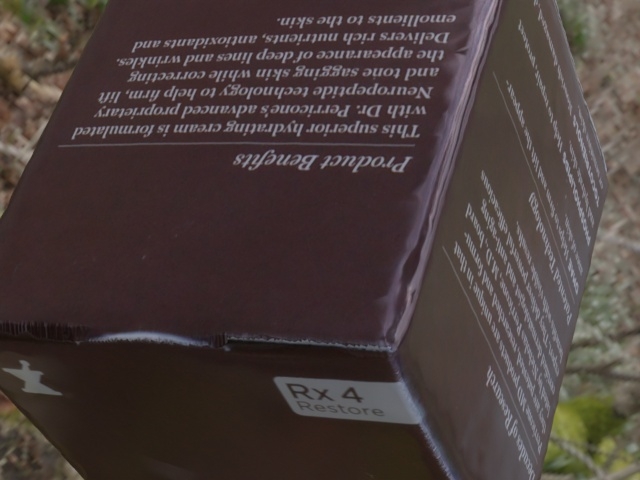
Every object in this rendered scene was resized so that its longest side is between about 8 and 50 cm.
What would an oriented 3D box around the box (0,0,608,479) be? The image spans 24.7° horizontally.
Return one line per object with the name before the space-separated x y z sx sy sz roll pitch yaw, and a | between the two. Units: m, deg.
box | 0.000 0.000 0.564 0.167 0.169 0.203 62 39 -47
